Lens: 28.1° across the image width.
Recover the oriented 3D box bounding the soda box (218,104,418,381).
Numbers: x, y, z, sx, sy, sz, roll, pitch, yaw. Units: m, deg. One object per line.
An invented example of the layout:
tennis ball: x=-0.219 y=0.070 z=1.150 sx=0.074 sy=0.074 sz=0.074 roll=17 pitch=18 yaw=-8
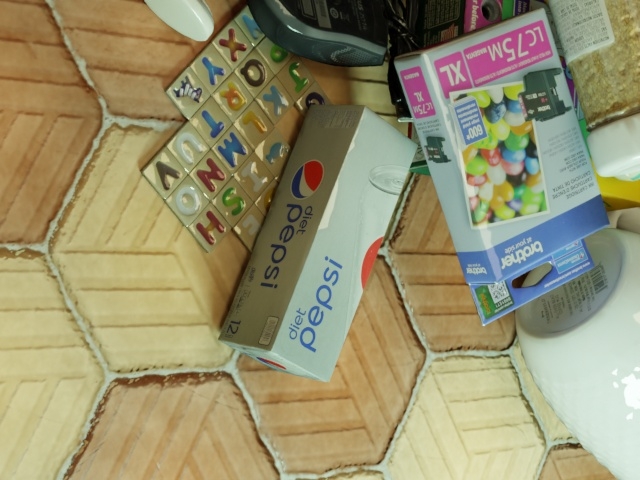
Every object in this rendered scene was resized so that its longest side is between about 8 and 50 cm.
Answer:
soda box: x=0.000 y=0.000 z=1.373 sx=0.098 sy=0.091 sz=0.286 roll=33 pitch=72 yaw=-39

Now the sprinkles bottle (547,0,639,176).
sprinkles bottle: x=0.317 y=-0.254 z=1.422 sx=0.121 sy=0.121 sz=0.355 roll=-10 pitch=82 yaw=-38

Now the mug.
mug: x=0.414 y=0.112 z=1.628 sx=0.328 sy=0.276 sz=0.374 roll=41 pitch=39 yaw=-27

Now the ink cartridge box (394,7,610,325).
ink cartridge box: x=0.211 y=-0.081 z=1.406 sx=0.185 sy=0.065 sz=0.311 roll=-24 pitch=102 yaw=-29

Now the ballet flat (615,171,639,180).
ballet flat: x=0.376 y=-0.195 z=1.504 sx=0.086 sy=0.086 sz=0.248 roll=1 pitch=85 yaw=-39

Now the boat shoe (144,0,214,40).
boat shoe: x=-0.163 y=-0.282 z=1.273 sx=0.184 sy=0.066 sz=0.063 roll=45 pitch=65 yaw=-19

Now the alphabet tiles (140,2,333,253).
alphabet tiles: x=-0.084 y=-0.111 z=1.367 sx=0.237 sy=0.009 sz=0.198 roll=-52 pitch=120 yaw=-26

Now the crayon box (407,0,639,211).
crayon box: x=0.266 y=-0.238 z=1.550 sx=0.313 sy=0.106 sz=0.363 roll=10 pitch=80 yaw=-32

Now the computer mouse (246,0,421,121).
computer mouse: x=0.009 y=-0.239 z=1.394 sx=0.272 sy=0.072 sz=0.189 roll=15 pitch=60 yaw=-43
